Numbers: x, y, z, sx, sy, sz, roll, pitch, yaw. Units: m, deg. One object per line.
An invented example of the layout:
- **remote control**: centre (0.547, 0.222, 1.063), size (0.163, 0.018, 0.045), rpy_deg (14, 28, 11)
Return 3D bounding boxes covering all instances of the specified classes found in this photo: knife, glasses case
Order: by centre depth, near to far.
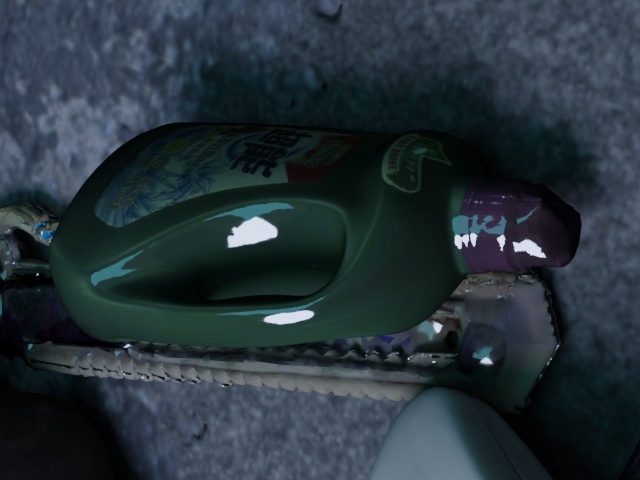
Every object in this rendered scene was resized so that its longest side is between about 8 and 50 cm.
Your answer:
- **glasses case**: centre (0.070, 0.144, 0.602), size (0.092, 0.059, 0.233), rpy_deg (-67, 24, 22)
- **knife**: centre (-0.051, 0.033, 0.769), size (0.365, 0.043, 0.089), rpy_deg (4, 98, 34)

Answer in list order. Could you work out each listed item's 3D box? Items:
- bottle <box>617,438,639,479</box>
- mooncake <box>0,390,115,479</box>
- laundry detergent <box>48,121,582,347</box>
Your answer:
- **bottle**: centre (0.150, 0.119, 0.620), size (0.082, 0.072, 0.244), rpy_deg (20, 110, -12)
- **mooncake**: centre (-0.219, 0.211, 0.834), size (0.306, 0.154, 0.306), rpy_deg (3, 95, 34)
- **laundry detergent**: centre (0.000, 0.000, 0.678), size (0.221, 0.144, 0.078), rpy_deg (5, 125, 30)
